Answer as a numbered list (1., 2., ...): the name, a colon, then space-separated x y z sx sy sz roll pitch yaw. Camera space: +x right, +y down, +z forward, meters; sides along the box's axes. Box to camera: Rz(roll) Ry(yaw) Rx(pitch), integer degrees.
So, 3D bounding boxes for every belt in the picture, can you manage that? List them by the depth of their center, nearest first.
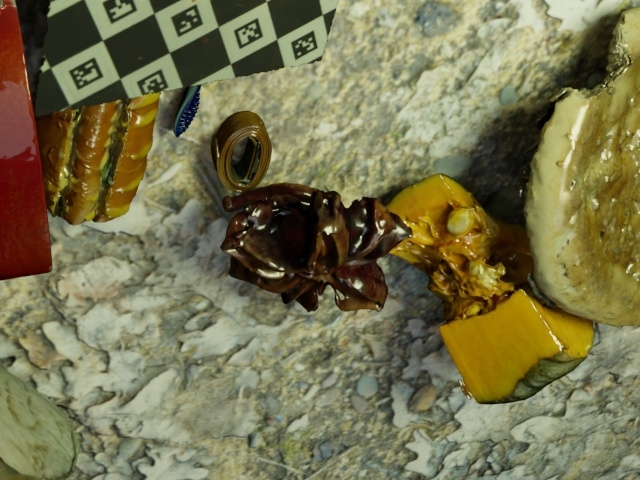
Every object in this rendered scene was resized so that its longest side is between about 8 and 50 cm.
1. belt: -0.297 -0.104 0.990 0.115 0.227 0.324 -11 138 -16
2. belt: -0.082 -0.089 1.223 0.059 0.036 0.083 -1 129 -20

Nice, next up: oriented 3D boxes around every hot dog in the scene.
1. hot dog: -0.208 -0.124 1.120 0.115 0.072 0.269 4 129 -15

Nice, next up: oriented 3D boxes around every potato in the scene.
1. potato: -0.414 0.262 1.291 0.264 0.189 0.211 -31 134 6

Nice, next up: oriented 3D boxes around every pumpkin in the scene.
1. pumpkin: 0.183 0.069 1.354 0.139 0.190 0.280 -32 139 32

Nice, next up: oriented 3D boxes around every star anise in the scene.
1. star anise: 0.000 0.000 1.270 0.190 0.126 0.220 11 155 4

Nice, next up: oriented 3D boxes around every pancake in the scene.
1. pancake: 0.363 -0.075 1.312 0.382 0.071 0.382 -13 114 -31

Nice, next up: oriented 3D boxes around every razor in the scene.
1. razor: -0.105 -0.162 1.157 0.028 0.044 0.154 37 116 -9

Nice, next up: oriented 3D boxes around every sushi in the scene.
1. sushi: -0.104 -0.243 1.016 0.290 0.050 0.264 -14 142 -30
